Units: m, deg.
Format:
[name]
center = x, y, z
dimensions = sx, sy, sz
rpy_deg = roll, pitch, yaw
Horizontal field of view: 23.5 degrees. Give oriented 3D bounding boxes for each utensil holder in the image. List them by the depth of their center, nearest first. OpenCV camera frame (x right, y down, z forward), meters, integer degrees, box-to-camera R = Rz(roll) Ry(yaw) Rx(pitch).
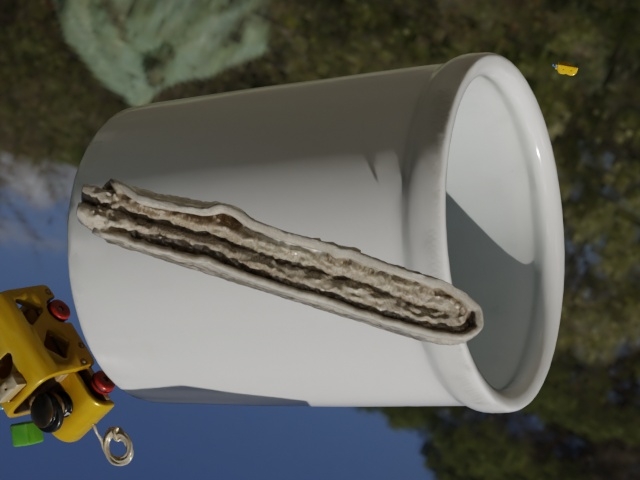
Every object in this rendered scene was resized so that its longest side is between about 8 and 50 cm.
[utensil holder]
center = 0.000, 0.000, 1.467
dimensions = 0.385, 0.328, 0.327
rpy_deg = -3, 173, 26

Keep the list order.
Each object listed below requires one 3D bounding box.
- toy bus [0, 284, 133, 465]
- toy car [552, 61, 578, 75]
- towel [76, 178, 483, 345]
[toy bus]
center = -0.312, 0.150, 1.694
dimensions = 0.202, 0.191, 0.104
rpy_deg = 8, -171, 33
[toy car]
center = 0.226, -0.166, 1.718
dimensions = 0.122, 0.060, 0.040
rpy_deg = -6, -165, 3
[towel]
center = -0.030, 0.015, 1.091
dimensions = 0.282, 0.049, 0.187
rpy_deg = 18, 177, -2
